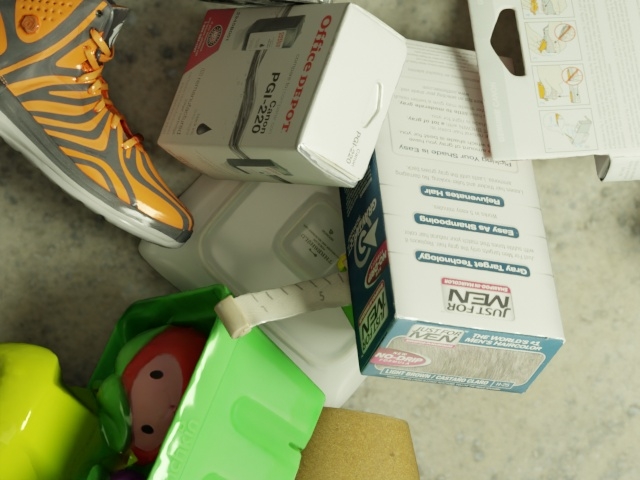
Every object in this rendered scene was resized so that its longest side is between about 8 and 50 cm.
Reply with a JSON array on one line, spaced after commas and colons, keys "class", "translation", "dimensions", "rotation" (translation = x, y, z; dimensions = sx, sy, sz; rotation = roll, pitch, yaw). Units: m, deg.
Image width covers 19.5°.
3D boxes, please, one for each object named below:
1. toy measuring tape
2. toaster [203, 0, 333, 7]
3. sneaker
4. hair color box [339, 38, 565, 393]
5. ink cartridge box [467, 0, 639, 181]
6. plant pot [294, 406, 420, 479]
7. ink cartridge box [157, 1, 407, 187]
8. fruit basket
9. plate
[{"class": "toy measuring tape", "translation": [0.027, 0.066, 1.831], "dimensions": [0.330, 0.121, 0.121], "rotation": [-14, 98, -35]}, {"class": "toaster", "translation": [-0.055, -0.289, 1.841], "dimensions": [0.186, 0.168, 0.110], "rotation": [6, 94, -5]}, {"class": "sneaker", "translation": [-0.224, -0.142, 1.859], "dimensions": [0.321, 0.124, 0.180], "rotation": [39, 92, -6]}, {"class": "hair color box", "translation": [0.115, -0.031, 1.799], "dimensions": [0.174, 0.105, 0.347], "rotation": [8, 51, -18]}, {"class": "ink cartridge box", "translation": [0.269, -0.189, 1.870], "dimensions": [0.239, 0.060, 0.275], "rotation": [-4, 64, -4]}, {"class": "plant pot", "translation": [0.015, 0.302, 1.895], "dimensions": [0.237, 0.237, 0.254], "rotation": [9, 79, -6]}, {"class": "ink cartridge box", "translation": [-0.038, -0.141, 1.803], "dimensions": [0.092, 0.218, 0.158], "rotation": [31, 73, -41]}, {"class": "fruit basket", "translation": [-0.233, 0.203, 1.800], "dimensions": [0.392, 0.283, 0.392], "rotation": [4, 81, -30]}, {"class": "plate", "translation": [0.000, 0.000, 1.936], "dimensions": [0.277, 0.045, 0.278], "rotation": [42, 90, -7]}]
